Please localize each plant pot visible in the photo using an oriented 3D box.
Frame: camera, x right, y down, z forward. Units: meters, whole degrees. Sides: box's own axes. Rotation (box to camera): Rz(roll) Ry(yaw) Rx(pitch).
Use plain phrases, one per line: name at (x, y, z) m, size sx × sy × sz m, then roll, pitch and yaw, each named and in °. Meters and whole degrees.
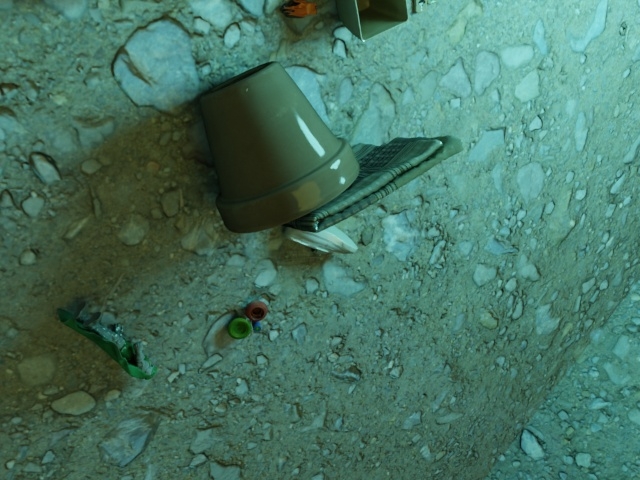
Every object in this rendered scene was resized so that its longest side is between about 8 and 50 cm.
plant pot at (0.082, -0.437, 1.158) m, size 0.109 × 0.096 × 0.109 m, roll -30°, pitch 130°, yaw -19°
plant pot at (-0.094, -0.173, 1.111) m, size 0.263 × 0.263 × 0.229 m, roll -32°, pitch 111°, yaw -17°

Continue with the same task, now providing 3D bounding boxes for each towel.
towel at (0.059, -0.117, 1.190) m, size 0.324 × 0.312 × 0.056 m, roll -30°, pitch 105°, yaw -16°

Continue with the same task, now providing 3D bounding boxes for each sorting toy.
sorting toy at (-0.153, 0.166, 1.376) m, size 0.102 × 0.042 × 0.061 m, roll -41°, pitch 117°, yaw 6°

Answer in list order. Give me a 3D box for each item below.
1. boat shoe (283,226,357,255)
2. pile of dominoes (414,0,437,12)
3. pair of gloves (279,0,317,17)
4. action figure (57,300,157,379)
boat shoe at (0.000, 0.000, 1.374) m, size 0.184 × 0.066 × 0.063 m, roll 19°, pitch 117°, yaw -43°
pile of dominoes at (0.259, -0.581, 1.244) m, size 0.251 × 0.040 × 0.196 m, roll -38°, pitch 131°, yaw -12°
pair of gloves at (-0.038, -0.435, 1.132) m, size 0.074 × 0.010 × 0.083 m, roll -12°, pitch 119°, yaw -29°
action figure at (-0.371, 0.199, 1.195) m, size 0.063 × 0.137 × 0.232 m, roll -50°, pitch 142°, yaw -19°
